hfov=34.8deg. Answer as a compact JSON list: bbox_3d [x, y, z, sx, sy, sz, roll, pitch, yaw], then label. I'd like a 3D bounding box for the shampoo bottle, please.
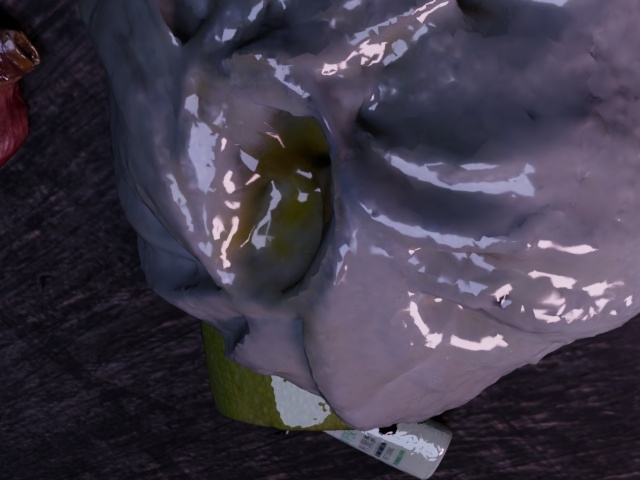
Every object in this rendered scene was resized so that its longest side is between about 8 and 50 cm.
[{"bbox_3d":[0.015,0.145,0.878,0.191,0.041,0.069,24,144,3],"label":"shampoo bottle"}]

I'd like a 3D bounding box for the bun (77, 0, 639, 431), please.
[{"bbox_3d":[0.009,-0.070,0.503,0.355,0.194,0.354,18,124,29],"label":"bun"}]

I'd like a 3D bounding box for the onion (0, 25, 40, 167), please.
[{"bbox_3d":[-0.283,-0.112,0.724,0.151,0.098,0.205,6,134,24],"label":"onion"}]

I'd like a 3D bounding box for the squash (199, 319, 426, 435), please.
[{"bbox_3d":[0.000,0.000,0.754,0.189,0.189,0.260,0,96,26],"label":"squash"}]
